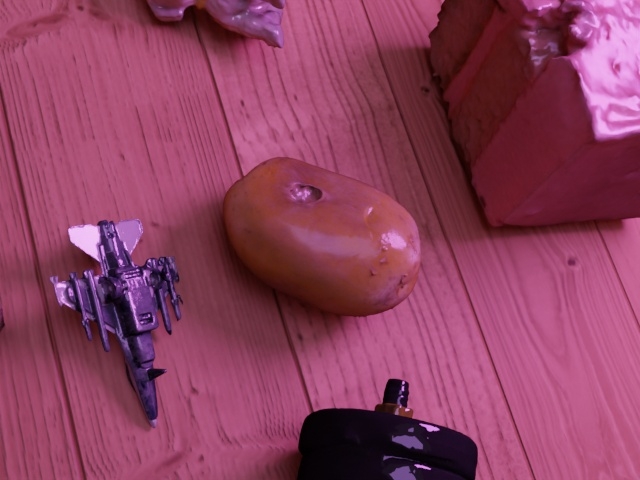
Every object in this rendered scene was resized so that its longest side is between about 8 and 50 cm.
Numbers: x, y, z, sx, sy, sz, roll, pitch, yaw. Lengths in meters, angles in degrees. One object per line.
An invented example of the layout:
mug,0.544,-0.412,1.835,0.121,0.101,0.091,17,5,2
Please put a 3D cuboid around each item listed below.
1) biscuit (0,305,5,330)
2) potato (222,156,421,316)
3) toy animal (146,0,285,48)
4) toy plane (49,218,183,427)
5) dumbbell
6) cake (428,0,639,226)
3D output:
biscuit,-0.391,0.214,0.658,0.054,0.094,0.379,27,63,-10
potato,0.000,0.000,0.872,0.234,0.146,0.150,22,19,1
toy animal,-0.130,-0.331,0.992,0.185,0.104,0.184,5,38,-2
toy plane,-0.193,0.073,0.801,0.160,0.082,0.234,-10,72,-52
dumbbell,0.046,0.320,0.739,0.185,0.185,0.388,18,63,-14
cake,0.339,-0.204,1.001,0.314,0.293,0.307,-7,70,-17
